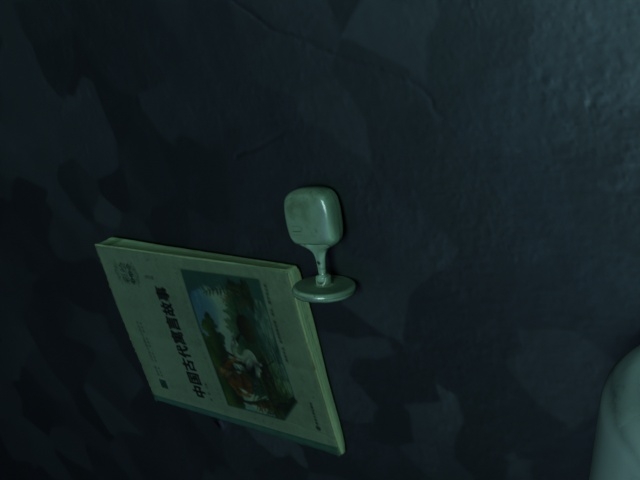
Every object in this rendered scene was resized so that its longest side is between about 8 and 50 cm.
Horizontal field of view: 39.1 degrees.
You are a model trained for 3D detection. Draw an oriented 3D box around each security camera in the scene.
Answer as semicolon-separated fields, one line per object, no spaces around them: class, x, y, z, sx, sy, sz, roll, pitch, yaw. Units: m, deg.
security camera;0.000;0.000;0.744;0.058;0.058;0.092;10;109;40

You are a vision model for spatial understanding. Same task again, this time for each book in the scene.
book;-0.106;0.103;0.924;0.282;0.025;0.215;4;119;41

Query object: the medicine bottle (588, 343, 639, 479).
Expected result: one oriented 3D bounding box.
medicine bottle;0.239;0.209;0.555;0.157;0.157;0.289;21;128;34
